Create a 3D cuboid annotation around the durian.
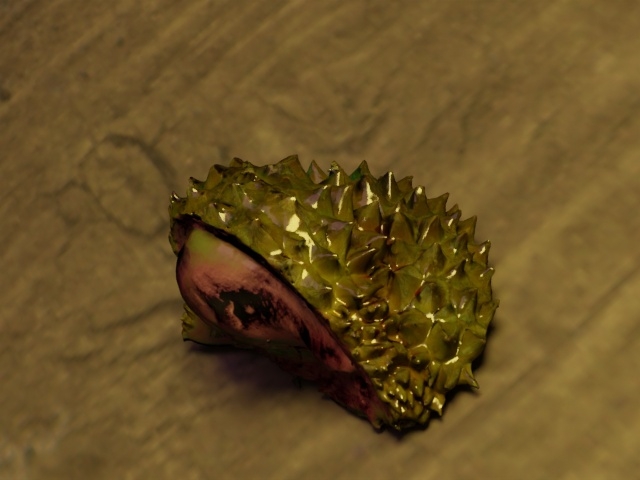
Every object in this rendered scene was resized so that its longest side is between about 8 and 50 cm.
[{"bbox_3d":[-0.003,-0.001,0.886,0.119,0.108,0.187,-52,36,-14],"label":"durian"}]
